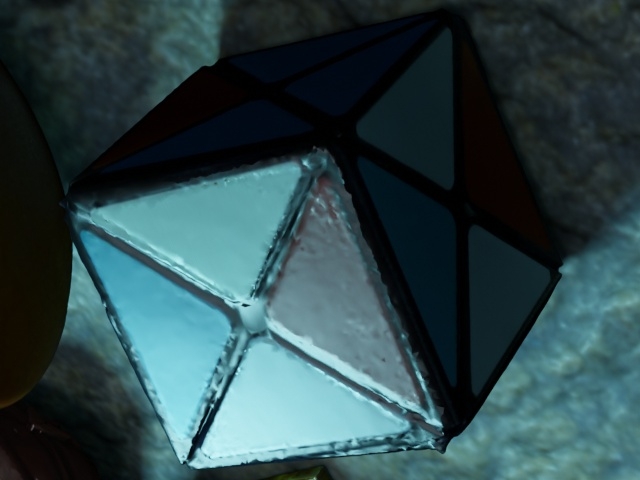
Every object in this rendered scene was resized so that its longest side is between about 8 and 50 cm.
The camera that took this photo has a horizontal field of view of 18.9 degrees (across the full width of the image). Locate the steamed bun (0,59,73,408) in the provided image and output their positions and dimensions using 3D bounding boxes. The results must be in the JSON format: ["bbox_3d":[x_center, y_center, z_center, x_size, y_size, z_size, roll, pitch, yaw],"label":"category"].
[{"bbox_3d":[-0.352,-0.038,1.569,0.235,0.248,0.379,-17,99,31],"label":"steamed bun"}]

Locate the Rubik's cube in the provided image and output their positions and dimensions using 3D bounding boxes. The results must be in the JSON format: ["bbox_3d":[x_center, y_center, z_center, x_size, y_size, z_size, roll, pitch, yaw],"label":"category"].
[{"bbox_3d":[0.000,-0.001,1.410,0.248,0.246,0.250,-12,112,32],"label":"Rubik's cube"}]

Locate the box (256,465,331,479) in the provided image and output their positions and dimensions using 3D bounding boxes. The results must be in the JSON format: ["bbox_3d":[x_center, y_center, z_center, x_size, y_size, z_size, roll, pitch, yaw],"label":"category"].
[{"bbox_3d":[0.000,0.276,1.717,0.089,0.022,0.156,-16,110,33],"label":"box"}]

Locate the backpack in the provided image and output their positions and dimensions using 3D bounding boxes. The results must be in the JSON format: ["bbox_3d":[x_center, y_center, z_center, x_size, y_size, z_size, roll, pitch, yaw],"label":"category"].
[{"bbox_3d":[-0.280,0.245,1.777,0.229,0.139,0.229,25,129,36],"label":"backpack"}]
